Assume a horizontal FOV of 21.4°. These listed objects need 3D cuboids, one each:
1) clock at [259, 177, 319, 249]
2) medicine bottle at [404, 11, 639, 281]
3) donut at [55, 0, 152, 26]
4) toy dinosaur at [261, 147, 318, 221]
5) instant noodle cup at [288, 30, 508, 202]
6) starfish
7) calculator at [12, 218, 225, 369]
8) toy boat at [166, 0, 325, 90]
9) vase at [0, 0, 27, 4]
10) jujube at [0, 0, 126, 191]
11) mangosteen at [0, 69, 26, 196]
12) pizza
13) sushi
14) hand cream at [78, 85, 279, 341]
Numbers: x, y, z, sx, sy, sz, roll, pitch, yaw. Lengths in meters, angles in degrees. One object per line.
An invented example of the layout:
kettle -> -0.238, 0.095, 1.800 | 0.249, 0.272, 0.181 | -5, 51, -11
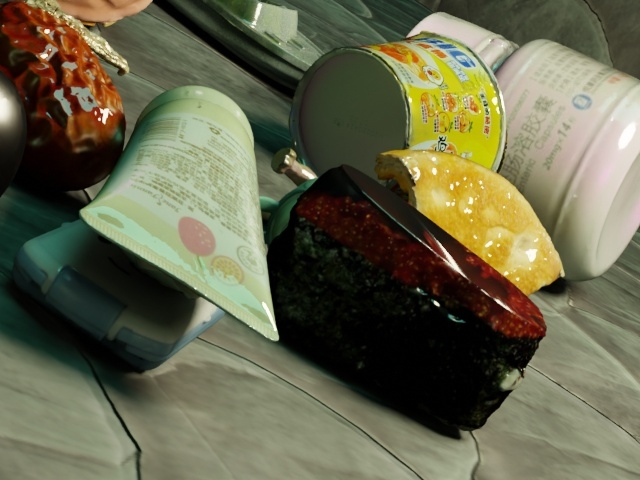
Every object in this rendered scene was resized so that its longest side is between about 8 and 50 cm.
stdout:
clock -> 0.000, 0.000, 1.396 | 0.135, 0.101, 0.041 | 13, 27, -4
medicine bottle -> 0.226, -0.114, 1.940 | 0.302, 0.241, 0.241 | 27, 12, 21
donut -> -0.265, -0.331, 1.810 | 0.233, 0.085, 0.199 | 26, 52, -18
toy dinosaur -> 0.006, -0.010, 1.544 | 0.200, 0.072, 0.251 | 37, 0, -20
instant noodle cup -> 0.070, -0.119, 1.773 | 0.153, 0.205, 0.205 | -4, 37, -49
starfish -> -0.291, -0.225, 1.637 | 0.231, 0.048, 0.295 | 18, 21, -42
calculator -> -0.131, 0.029, 1.152 | 0.121, 0.039, 0.210 | 35, 14, 6
toy boat -> -0.082, -0.274, 2.129 | 0.319, 0.092, 0.141 | 40, 19, 25
vase -> -0.352, -0.218, 1.398 | 0.115, 0.115, 0.237 | 37, 19, 18
jujube -> -0.216, -0.109, 1.317 | 0.112, 0.109, 0.176 | -20, 53, -25
mangosteen -> -0.264, -0.066, 1.060 | 0.137, 0.137, 0.151 | 39, 50, 25
pizza -> 0.151, -0.011, 1.701 | 0.271, 0.134, 0.056 | 20, -13, -39
sushi -> 0.059, 0.049, 1.319 | 0.225, 0.126, 0.136 | 36, 13, -8
hand cream -> -0.090, -0.029, 1.172 | 0.147, 0.093, 0.306 | 34, 14, -13
